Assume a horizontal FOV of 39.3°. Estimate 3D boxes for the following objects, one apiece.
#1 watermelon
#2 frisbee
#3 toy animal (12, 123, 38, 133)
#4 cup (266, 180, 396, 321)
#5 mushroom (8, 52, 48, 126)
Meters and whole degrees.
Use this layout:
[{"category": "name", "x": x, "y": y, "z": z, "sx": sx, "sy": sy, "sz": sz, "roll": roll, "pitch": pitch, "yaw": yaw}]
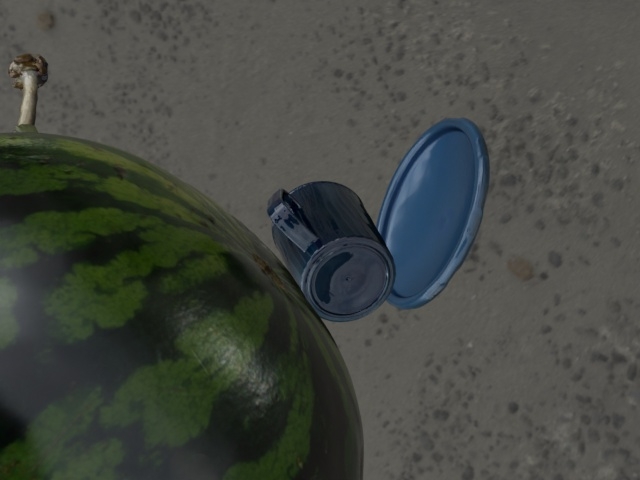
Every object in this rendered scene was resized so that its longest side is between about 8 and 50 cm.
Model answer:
[{"category": "watermelon", "x": -0.126, "y": 0.090, "z": 0.424, "sx": 0.285, "sy": 0.285, "sz": 0.285, "roll": 10, "pitch": 112, "yaw": 27}, {"category": "frisbee", "x": 0.164, "y": -0.036, "z": 1.283, "sx": 0.049, "sy": 0.289, "sz": 0.289, "roll": 18, "pitch": 123, "yaw": -21}, {"category": "toy animal", "x": -0.300, "y": -0.033, "z": 0.979, "sx": 0.219, "sy": 0.103, "sz": 0.101, "roll": 36, "pitch": 133, "yaw": -25}, {"category": "cup", "x": -0.002, "y": 0.010, "z": 0.997, "sx": 0.150, "sy": 0.138, "sz": 0.113, "roll": 10, "pitch": 114, "yaw": -20}, {"category": "mushroom", "x": -0.466, "y": -0.211, "z": 1.403, "sx": 0.060, "sy": 0.061, "sz": 0.187, "roll": -32, "pitch": 51, "yaw": 53}]
